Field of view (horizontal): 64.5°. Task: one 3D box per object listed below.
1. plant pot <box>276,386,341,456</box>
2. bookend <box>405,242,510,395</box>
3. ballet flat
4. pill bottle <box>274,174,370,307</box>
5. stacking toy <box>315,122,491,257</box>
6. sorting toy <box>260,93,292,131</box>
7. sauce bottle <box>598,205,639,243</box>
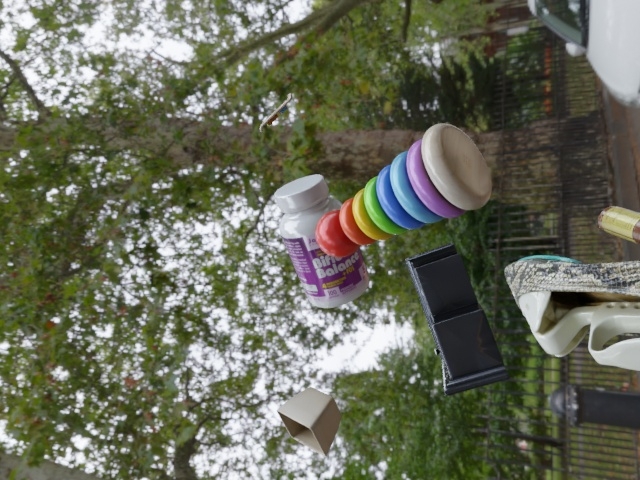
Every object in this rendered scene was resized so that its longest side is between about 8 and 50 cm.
[{"bbox_3d":[-0.015,0.399,1.146,0.096,0.109,0.109,-45,-50,-32],"label":"plant pot"},{"bbox_3d":[0.161,0.088,0.627,0.157,0.073,0.156,-3,-106,-78],"label":"bookend"},{"bbox_3d":[0.451,0.111,0.803,0.164,0.483,0.182,41,-109,-17],"label":"ballet flat"},{"bbox_3d":[0.000,0.000,1.239,0.301,0.170,0.169,68,-150,-21],"label":"pill bottle"},{"bbox_3d":[0.111,-0.053,0.853,0.141,0.330,0.141,22,-127,-33],"label":"stacking toy"},{"bbox_3d":[-0.059,-0.169,0.679,0.012,0.062,0.083,42,-174,-14],"label":"sorting toy"},{"bbox_3d":[0.437,-0.014,0.685,0.128,0.042,0.042,-128,26,-67],"label":"sauce bottle"}]
